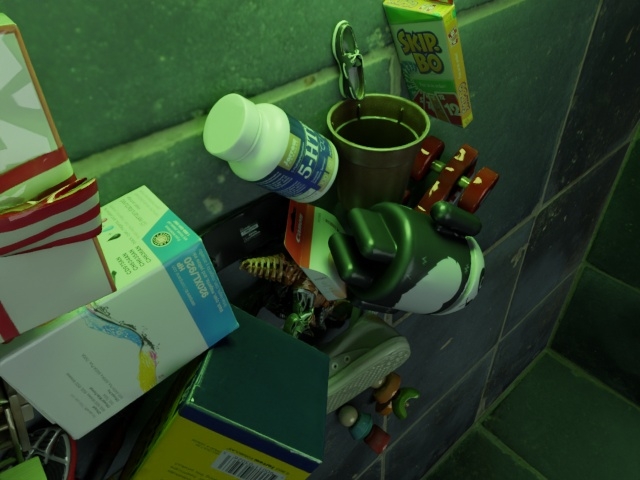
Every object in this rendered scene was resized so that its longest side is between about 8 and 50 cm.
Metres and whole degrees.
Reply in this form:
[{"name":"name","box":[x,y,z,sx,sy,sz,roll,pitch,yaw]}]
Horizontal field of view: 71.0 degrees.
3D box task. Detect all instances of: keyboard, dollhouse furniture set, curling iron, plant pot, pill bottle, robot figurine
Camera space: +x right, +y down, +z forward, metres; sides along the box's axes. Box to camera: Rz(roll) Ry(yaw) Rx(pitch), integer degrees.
[{"name":"keyboard","box":[-0.124,-0.010,0.755,0.192,0.038,0.100,-32,120,-30]},{"name":"dollhouse furniture set","box":[-0.372,0.224,0.414,0.181,0.161,0.101,-17,129,-40]},{"name":"curling iron","box":[-0.364,0.356,0.765,0.274,0.035,0.068,-60,179,13]},{"name":"plant pot","box":[0.093,-0.141,0.783,0.167,0.167,0.165,-32,145,-26]},{"name":"pill bottle","box":[-0.069,-0.131,0.648,0.186,0.112,0.112,18,104,-51]},{"name":"robot figurine","box":[0.152,0.037,0.764,0.278,0.209,0.174,16,77,-33]}]

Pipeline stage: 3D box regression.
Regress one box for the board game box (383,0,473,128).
[{"name":"board game box","box":[0.187,-0.309,0.768,0.039,0.124,0.259,-45,141,-10]}]

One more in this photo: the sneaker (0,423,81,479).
[{"name":"sneaker","box":[-0.427,0.403,0.709,0.118,0.107,0.279,-35,141,-75]}]

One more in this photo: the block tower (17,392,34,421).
[{"name":"block tower","box":[-0.505,0.198,0.462,0.335,0.097,0.091,-16,128,-41]}]

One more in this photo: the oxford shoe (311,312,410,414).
[{"name":"oxford shoe","box":[-0.007,0.313,1.013,0.449,0.130,0.169,-37,147,13]}]

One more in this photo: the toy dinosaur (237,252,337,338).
[{"name":"toy dinosaur","box":[-0.067,0.106,0.832,0.322,0.164,0.219,40,74,-39]}]

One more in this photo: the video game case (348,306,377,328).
[{"name":"video game case","box":[0.126,0.125,1.076,0.173,0.022,0.191,-35,142,-49]}]

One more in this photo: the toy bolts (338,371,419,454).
[{"name":"toy bolts","box":[0.156,0.508,1.390,0.229,0.158,0.218,-52,-176,-18]}]

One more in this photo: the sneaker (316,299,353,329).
[{"name":"sneaker","box":[0.036,0.181,1.030,0.157,0.065,0.061,-3,120,-44]}]

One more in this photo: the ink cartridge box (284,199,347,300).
[{"name":"ink cartridge box","box":[0.000,0.000,0.795,0.179,0.045,0.146,58,28,-46]}]

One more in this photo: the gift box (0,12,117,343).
[{"name":"gift box","box":[-0.331,-0.053,0.318,0.255,0.258,0.277,-31,138,-27]}]

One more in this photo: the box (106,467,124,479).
[{"name":"box","box":[-0.381,0.476,0.853,0.136,0.028,0.081,-31,137,-23]}]

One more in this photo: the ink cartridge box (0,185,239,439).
[{"name":"ink cartridge box","box":[-0.261,0.080,0.560,0.232,0.171,0.168,-35,138,-24]}]

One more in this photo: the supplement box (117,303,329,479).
[{"name":"supplement box","box":[-0.163,0.312,0.694,0.195,0.194,0.357,30,117,-12]}]

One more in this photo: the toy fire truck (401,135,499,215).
[{"name":"toy fire truck","box":[0.255,-0.069,1.009,0.302,0.169,0.254,-55,162,1]}]

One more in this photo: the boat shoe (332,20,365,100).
[{"name":"boat shoe","box":[0.049,-0.282,0.715,0.046,0.038,0.125,-33,137,-25]}]
